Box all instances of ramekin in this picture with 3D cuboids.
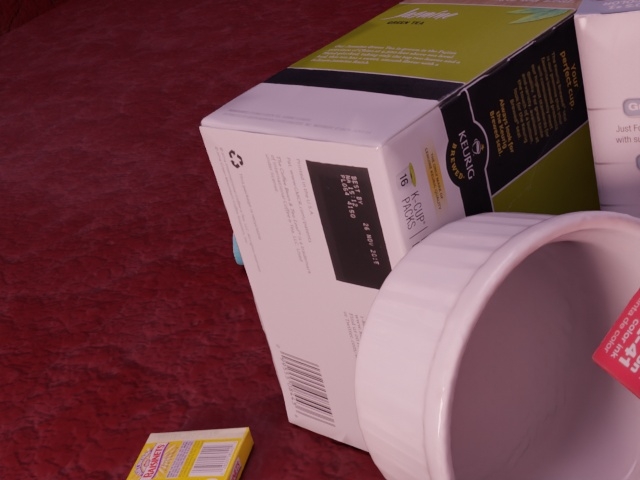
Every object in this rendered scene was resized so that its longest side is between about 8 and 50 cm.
[{"bbox_3d":[0.159,0.106,0.953,0.277,0.277,0.135,-29,23,-26],"label":"ramekin"}]

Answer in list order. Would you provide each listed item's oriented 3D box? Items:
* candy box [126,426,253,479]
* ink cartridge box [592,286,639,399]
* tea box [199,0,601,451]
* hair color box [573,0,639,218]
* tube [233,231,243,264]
[{"bbox_3d":[-0.135,0.240,1.104,0.105,0.027,0.206,-8,27,18],"label":"candy box"},{"bbox_3d":[0.357,0.141,0.805,0.131,0.226,0.306,-52,28,7],"label":"ink cartridge box"},{"bbox_3d":[0.108,-0.021,1.151,0.220,0.329,0.323,13,36,43],"label":"tea box"},{"bbox_3d":[0.331,-0.035,1.010,0.185,0.374,0.113,-1,30,24],"label":"hair color box"},{"bbox_3d":[0.000,0.000,1.482,0.207,0.052,0.080,-2,34,13],"label":"tube"}]
